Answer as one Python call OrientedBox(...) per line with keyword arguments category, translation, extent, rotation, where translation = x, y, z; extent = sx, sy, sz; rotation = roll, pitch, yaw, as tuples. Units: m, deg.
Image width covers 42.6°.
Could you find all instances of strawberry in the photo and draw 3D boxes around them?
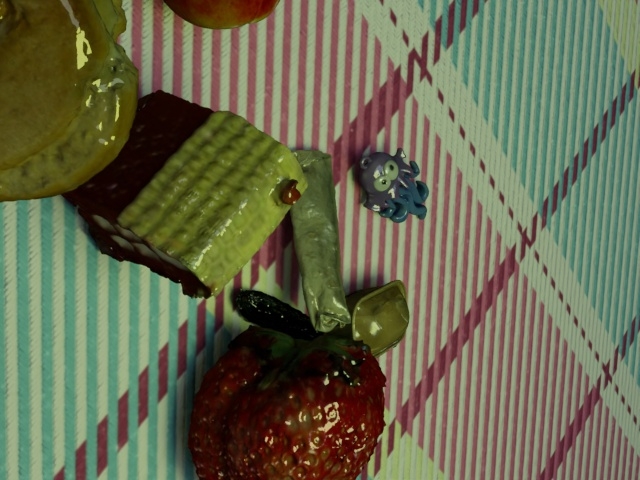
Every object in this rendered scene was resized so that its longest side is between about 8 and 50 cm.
OrientedBox(category="strawberry", translation=(-0.041, 0.268, 1.137), extent=(0.238, 0.250, 0.288), rotation=(8, 90, -44))

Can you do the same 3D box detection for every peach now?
OrientedBox(category="peach", translation=(-0.123, -0.365, 1.010), extent=(0.190, 0.190, 0.192), rotation=(-34, 135, -29))

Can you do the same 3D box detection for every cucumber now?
OrientedBox(category="cucumber", translation=(-0.059, 0.116, 1.226), extent=(0.181, 0.053, 0.053), rotation=(33, 77, -36))

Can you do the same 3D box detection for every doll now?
OrientedBox(category="doll", translation=(0.122, -0.085, 1.325), extent=(0.206, 0.067, 0.110), rotation=(32, 87, -47))

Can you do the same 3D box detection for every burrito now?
OrientedBox(category="burrito", translation=(0.000, 0.000, 1.203), extent=(0.082, 0.059, 0.275), rotation=(2, 73, -36))

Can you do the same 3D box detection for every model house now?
OrientedBox(category="model house", translation=(-0.151, -0.048, 0.979), extent=(0.196, 0.254, 0.160), rotation=(-52, 137, -21))

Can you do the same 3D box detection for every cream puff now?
OrientedBox(category="cream puff", translation=(-0.329, -0.215, 0.822), extent=(0.343, 0.231, 0.327), rotation=(35, 108, -15))

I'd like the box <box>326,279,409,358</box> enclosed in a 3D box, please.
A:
OrientedBox(category="box", translation=(0.082, 0.125, 1.280), extent=(0.177, 0.111, 0.111), rotation=(-20, 110, -55))
